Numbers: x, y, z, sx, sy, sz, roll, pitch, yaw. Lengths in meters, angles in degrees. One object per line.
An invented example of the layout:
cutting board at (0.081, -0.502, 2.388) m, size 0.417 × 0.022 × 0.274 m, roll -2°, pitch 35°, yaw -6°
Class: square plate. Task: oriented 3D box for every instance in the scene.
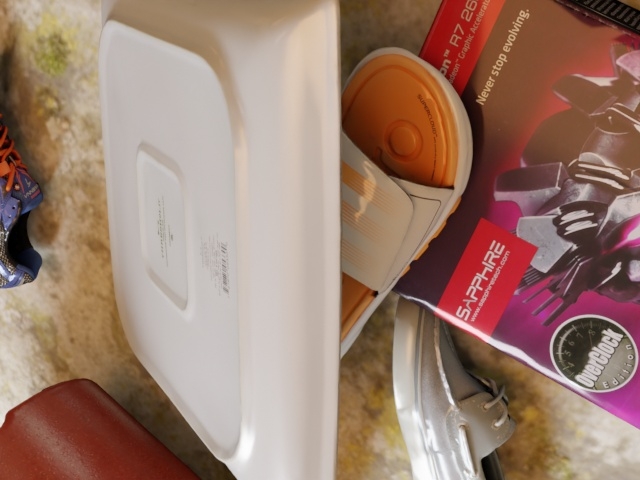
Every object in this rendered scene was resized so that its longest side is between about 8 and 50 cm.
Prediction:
square plate at (-0.087, -0.014, 0.668) m, size 0.344 × 0.049 × 0.347 m, roll 33°, pitch 128°, yaw 56°

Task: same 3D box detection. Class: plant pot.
plant pot at (-0.184, 0.276, 0.822) m, size 0.265 × 0.272 × 0.272 m, roll 45°, pitch 119°, yaw 13°

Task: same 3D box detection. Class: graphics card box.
graphics card box at (0.214, -0.007, 0.629) m, size 0.371 × 0.094 × 0.232 m, roll 29°, pitch 117°, yaw 11°

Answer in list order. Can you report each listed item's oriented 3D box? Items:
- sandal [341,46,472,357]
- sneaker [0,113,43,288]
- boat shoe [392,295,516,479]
sandal at (0.008, 0.007, 0.632) m, size 0.102 × 0.076 × 0.265 m, roll 34°, pitch 119°, yaw 17°
sneaker at (-0.281, -0.056, 0.847) m, size 0.087 × 0.083 × 0.221 m, roll 6°, pitch 116°, yaw 7°
boat shoe at (0.107, 0.136, 0.737) m, size 0.081 × 0.079 × 0.227 m, roll -5°, pitch 115°, yaw 17°
